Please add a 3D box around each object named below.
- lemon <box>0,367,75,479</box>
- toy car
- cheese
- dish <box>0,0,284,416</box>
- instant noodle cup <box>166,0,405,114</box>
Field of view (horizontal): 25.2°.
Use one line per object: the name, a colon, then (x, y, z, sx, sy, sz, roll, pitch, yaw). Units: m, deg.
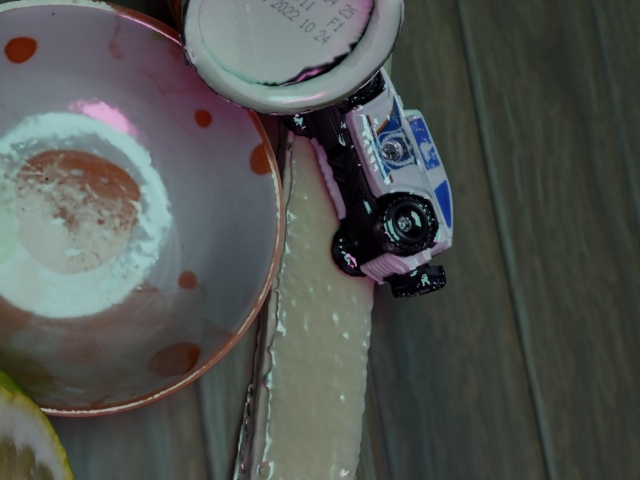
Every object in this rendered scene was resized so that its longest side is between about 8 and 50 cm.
lemon: (-0.259, 0.160, 0.727, 0.219, 0.240, 0.240, 0, 71, 19)
toy car: (0.038, -0.044, 0.941, 0.070, 0.080, 0.170, -18, 84, -29)
cheese: (0.002, 0.000, 0.975, 0.085, 0.034, 0.400, 13, 71, -17)
dish: (-0.159, -0.016, 0.890, 0.260, 0.085, 0.260, 5, 75, -20)
instant noodle cup: (-0.035, -0.188, 0.885, 0.193, 0.193, 0.212, 8, 39, -19)
